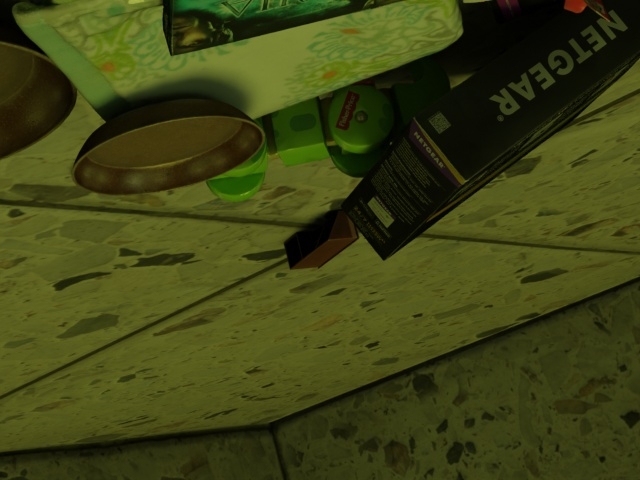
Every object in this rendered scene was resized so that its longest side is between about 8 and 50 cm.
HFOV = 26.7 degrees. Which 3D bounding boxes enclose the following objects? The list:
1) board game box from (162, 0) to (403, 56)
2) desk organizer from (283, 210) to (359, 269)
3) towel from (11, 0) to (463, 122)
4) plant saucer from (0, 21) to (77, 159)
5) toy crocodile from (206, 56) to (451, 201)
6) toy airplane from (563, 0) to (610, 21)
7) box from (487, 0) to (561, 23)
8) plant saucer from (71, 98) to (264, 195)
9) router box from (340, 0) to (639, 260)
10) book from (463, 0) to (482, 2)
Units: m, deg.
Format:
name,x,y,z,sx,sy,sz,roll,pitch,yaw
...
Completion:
name,x,y,z,sx,sy,sz,roll,pitch,yaw
board game box,-0.016,-0.183,0.926,0.186,0.026,0.126,-15,165,-11
desk organizer,0.000,0.000,1.931,0.050,0.047,0.130,-5,162,-30
towel,-0.048,-0.189,1.085,0.321,0.090,0.374,-16,166,4
plant saucer,-0.356,-0.115,1.089,0.311,0.050,0.310,-14,165,-4
toy crocodile,-0.031,-0.115,1.386,0.341,0.105,0.115,-11,166,-1
toy airplane,0.187,-0.236,1.121,0.151,0.028,0.151,17,141,14
box,0.229,-0.256,1.248,0.162,0.029,0.116,-18,166,12
plant saucer,-0.132,-0.082,1.159,0.169,0.029,0.168,-13,165,-4
router box,0.186,-0.125,1.367,0.309,0.081,0.243,-36,174,-24
book,0.151,-0.253,1.044,0.096,0.035,0.144,-9,139,5
